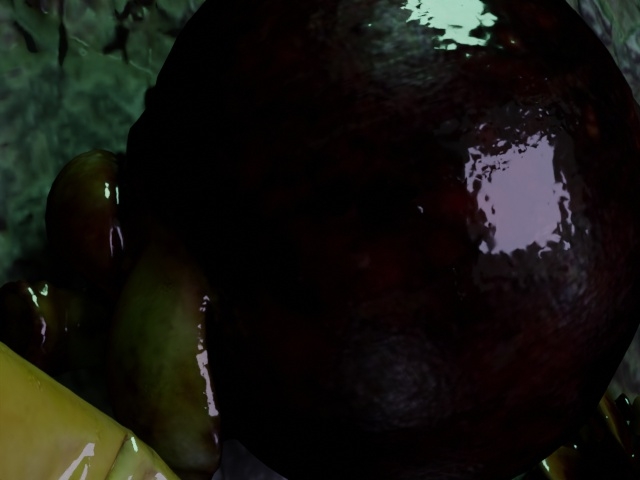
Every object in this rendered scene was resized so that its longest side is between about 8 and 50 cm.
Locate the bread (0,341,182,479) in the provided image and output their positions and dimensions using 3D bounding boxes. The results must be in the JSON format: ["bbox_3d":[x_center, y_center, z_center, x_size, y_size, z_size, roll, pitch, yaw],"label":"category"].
[{"bbox_3d":[-0.153,0.080,0.459,0.250,0.179,0.133,49,55,-34],"label":"bread"}]

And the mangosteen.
[{"bbox_3d":[0.000,0.000,0.651,0.265,0.228,0.228,-22,105,-8],"label":"mangosteen"}]

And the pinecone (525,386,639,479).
[{"bbox_3d":[0.234,0.166,0.835,0.246,0.292,0.246,-1,90,-82],"label":"pinecone"}]
